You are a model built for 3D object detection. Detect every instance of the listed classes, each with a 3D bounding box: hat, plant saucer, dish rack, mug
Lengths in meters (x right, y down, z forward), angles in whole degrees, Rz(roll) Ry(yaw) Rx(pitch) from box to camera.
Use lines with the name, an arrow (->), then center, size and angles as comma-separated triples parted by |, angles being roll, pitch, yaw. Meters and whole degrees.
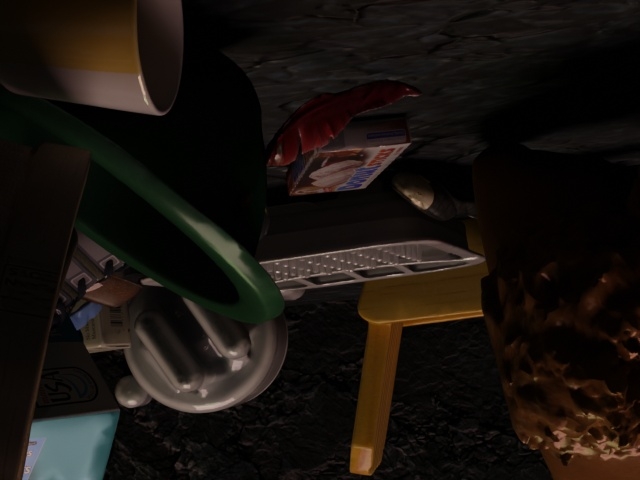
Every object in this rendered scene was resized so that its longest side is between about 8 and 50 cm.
hat -> -0.043, -0.080, 0.576 | 0.173, 0.183, 0.208 | 36, 165, -3
plant saucer -> -0.245, 0.029, 1.117 | 0.169, 0.029, 0.168 | 17, 172, 2
dish rack -> 0.000, 0.000, 1.220 | 0.286, 0.072, 0.333 | -7, 174, 16
mug -> -0.088, -0.083, 0.442 | 0.064, 0.078, 0.062 | 1, -152, 9

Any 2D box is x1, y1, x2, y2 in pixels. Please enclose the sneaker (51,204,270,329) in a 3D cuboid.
sneaker -> -0.179, 0.009, 0.844 | 0.300, 0.121, 0.111 | -5, 174, -18

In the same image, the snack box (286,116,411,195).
snack box -> 0.016, -0.059, 0.897 | 0.064, 0.022, 0.178 | -7, 174, -8

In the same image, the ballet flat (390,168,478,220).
ballet flat -> 0.114, -0.048, 1.074 | 0.173, 0.057, 0.049 | 0, 132, -56

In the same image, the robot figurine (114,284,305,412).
robot figurine -> -0.150, 0.130, 1.678 | 0.300, 0.199, 0.353 | -32, 174, 1

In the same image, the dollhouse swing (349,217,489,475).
dollhouse swing -> 0.186, 0.138, 1.657 | 0.315, 0.304, 0.347 | -7, 173, 5

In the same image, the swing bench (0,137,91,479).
swing bench -> -0.226, 0.021, 0.455 | 0.253, 0.165, 0.255 | 12, 167, -11

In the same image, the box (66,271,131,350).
box -> -0.377, 0.093, 1.516 | 0.275, 0.113, 0.094 | -9, 173, 13

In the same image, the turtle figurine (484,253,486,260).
turtle figurine -> 0.317, 0.017, 1.140 | 0.266, 0.197, 0.275 | -23, 124, 38

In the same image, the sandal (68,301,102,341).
sandal -> -0.333, 0.053, 1.268 | 0.138, 0.126, 0.317 | -46, 156, 11

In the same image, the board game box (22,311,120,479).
board game box -> -0.341, 0.078, 0.840 | 0.336, 0.079, 0.254 | -3, -144, -33

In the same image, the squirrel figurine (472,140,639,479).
squirrel figurine -> 0.300, 0.015, 0.799 | 0.371, 0.280, 0.397 | -15, 175, 14
